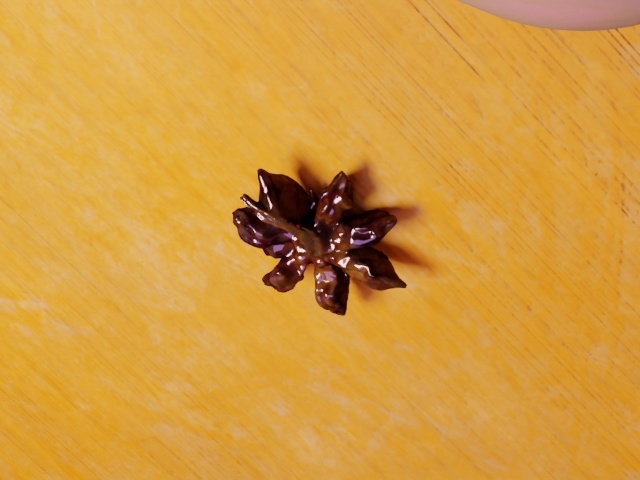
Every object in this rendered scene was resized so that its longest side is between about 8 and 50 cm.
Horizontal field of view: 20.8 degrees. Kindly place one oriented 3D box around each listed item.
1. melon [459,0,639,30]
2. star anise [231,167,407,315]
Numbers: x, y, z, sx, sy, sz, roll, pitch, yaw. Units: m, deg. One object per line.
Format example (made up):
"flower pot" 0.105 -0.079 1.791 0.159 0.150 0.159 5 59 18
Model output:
"melon" 0.111 -0.254 1.042 0.317 0.223 0.223 30 137 1
"star anise" -0.001 0.000 1.459 0.167 0.057 0.168 12 141 10
